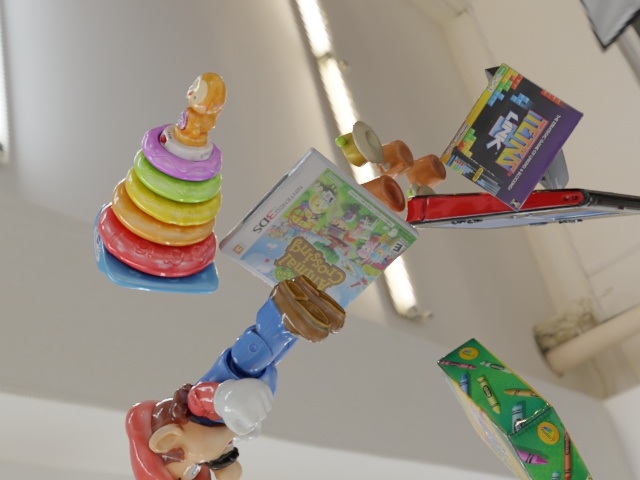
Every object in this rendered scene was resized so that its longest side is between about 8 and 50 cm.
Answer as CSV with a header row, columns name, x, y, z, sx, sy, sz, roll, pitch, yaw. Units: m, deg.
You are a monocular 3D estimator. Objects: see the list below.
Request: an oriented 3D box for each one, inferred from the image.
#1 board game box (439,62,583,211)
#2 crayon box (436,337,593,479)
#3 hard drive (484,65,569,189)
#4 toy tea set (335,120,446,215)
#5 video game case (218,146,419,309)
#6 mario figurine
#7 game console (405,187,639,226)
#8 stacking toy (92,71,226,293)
name,x,y,z,sx,sy,sz,roll,pitch,yaw
board game box,0.280,-0.152,1.373,0.141,0.170,0.048,34,-163,8
crayon box,0.294,0.278,1.436,0.165,0.081,0.278,58,175,-20
hard drive,0.415,-0.222,1.857,0.255,0.054,0.172,60,180,-35
toy tea set,0.129,-0.096,1.783,0.336,0.124,0.200,12,-123,-52
video game case,0.000,0.000,1.303,0.212,0.193,0.023,36,-162,-28
mario figurine,-0.087,0.200,1.089,0.198,0.320,0.170,29,-161,-44
game console,0.372,-0.052,1.664,0.386,0.341,0.060,-1,-90,-54
stacking toy,-0.184,-0.086,1.215,0.165,0.302,0.175,8,-143,-24
